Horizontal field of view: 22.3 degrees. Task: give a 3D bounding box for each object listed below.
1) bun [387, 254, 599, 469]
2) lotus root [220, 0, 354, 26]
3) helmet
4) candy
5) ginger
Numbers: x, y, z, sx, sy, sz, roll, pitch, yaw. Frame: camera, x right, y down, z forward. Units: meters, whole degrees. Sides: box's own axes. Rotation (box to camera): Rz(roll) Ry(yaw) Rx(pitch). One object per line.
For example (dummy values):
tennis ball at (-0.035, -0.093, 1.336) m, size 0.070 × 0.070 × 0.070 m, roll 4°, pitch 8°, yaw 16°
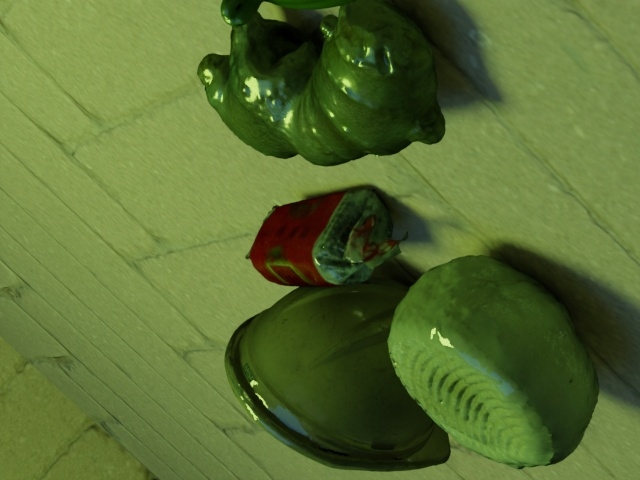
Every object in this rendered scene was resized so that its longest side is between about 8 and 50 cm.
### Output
bun at (0.150, 0.097, 1.338) m, size 0.195 × 0.118 × 0.195 m, roll 35°, pitch 154°, yaw 20°
lotus root at (-0.007, -0.187, 0.851) m, size 0.186 × 0.186 × 0.186 m, roll 34°, pitch 160°, yaw 15°
helmet at (0.051, 0.102, 1.506) m, size 0.257 × 0.137 × 0.204 m, roll 7°, pitch -140°, yaw -43°
candy at (-0.001, 0.000, 1.452) m, size 0.059 × 0.086 × 0.292 m, roll 39°, pitch 162°, yaw -21°
ginger at (-0.004, -0.115, 1.208) m, size 0.290 × 0.089 × 0.137 m, roll 12°, pitch 128°, yaw 59°
